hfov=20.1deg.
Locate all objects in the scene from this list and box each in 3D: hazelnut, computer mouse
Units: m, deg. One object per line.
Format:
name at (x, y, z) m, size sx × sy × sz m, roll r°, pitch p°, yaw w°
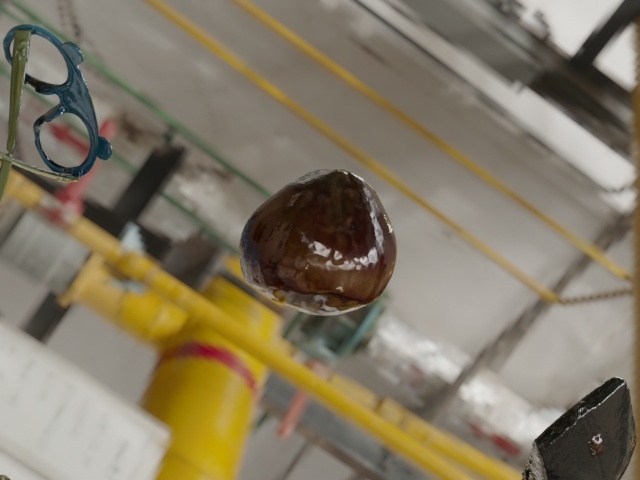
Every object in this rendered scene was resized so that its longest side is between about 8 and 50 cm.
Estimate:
hazelnut at (0.000, 0.000, 2.139) m, size 0.178 × 0.204 × 0.178 m, roll -3°, pitch -94°, yaw 54°
computer mouse at (0.355, 0.293, 2.417) m, size 0.168 × 0.087 × 0.295 m, roll -36°, pitch 156°, yaw -13°

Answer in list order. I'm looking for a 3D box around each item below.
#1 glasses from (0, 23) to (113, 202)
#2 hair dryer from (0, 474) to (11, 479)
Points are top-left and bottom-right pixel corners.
glasses at (-0.397, -0.151, 2.356) m, size 0.207 × 0.239 × 0.102 m, roll -31°, pitch -142°, yaw -28°
hair dryer at (-0.380, 0.298, 1.817) m, size 0.135 × 0.090 × 0.278 m, roll -30°, pitch 170°, yaw -1°
